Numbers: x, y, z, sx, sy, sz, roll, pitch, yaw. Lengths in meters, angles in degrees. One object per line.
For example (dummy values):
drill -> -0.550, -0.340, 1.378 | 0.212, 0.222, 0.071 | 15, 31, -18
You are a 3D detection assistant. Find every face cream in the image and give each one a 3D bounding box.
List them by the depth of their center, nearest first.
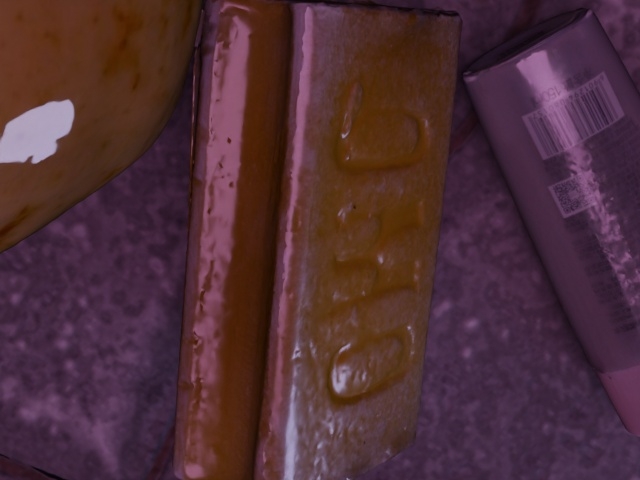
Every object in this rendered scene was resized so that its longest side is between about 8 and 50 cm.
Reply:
face cream -> 0.186, -0.007, 0.744 | 0.107, 0.073, 0.269 | -28, 103, 8

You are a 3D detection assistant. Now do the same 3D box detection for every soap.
soap -> 0.000, 0.000, 0.681 | 0.089, 0.173, 0.274 | 14, 106, 33

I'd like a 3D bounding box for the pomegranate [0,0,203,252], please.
pomegranate -> -0.229, -0.146, 0.541 | 0.342, 0.342, 0.342 | -1, 103, -4
